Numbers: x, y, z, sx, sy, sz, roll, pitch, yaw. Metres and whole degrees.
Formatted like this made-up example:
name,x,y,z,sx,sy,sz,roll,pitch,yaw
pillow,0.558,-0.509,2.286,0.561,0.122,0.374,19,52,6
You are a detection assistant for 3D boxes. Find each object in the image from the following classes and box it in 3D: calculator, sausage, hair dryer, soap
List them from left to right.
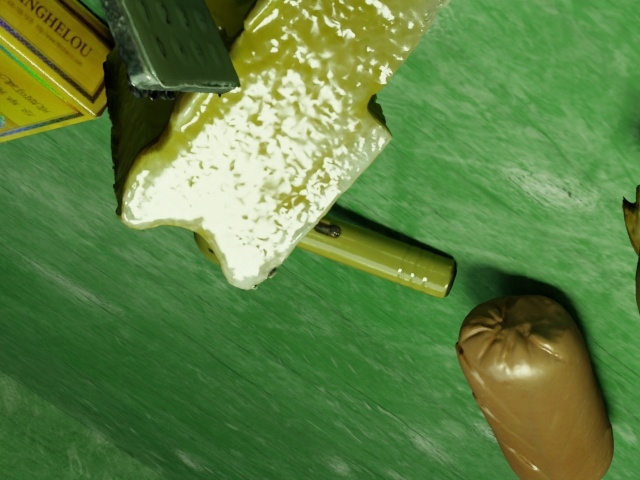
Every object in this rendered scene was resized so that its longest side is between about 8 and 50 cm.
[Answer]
name,x,y,z,sx,sy,sz,roll,pitch,yaw
calculator,-0.129,-0.214,0.900,0.021,0.262,0.161,-22,179,17
soap,-0.044,-0.174,1.139,0.169,0.304,0.339,33,-162,-24
hair dryer,0.000,0.000,1.413,0.278,0.090,0.135,20,156,7
sausage,0.219,0.155,1.414,0.121,0.121,0.304,17,155,29

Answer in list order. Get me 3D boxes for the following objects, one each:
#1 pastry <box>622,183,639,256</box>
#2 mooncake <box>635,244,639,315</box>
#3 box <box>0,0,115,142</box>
name,x,y,z,sx,sy,sz,roll,pitch,yaw
pastry,0.315,-0.019,0.955,0.229,0.100,0.218,9,150,38
mooncake,0.339,-0.008,0.707,0.378,0.201,0.378,14,139,13
box,-0.338,-0.191,1.396,0.193,0.084,0.301,42,155,-26
